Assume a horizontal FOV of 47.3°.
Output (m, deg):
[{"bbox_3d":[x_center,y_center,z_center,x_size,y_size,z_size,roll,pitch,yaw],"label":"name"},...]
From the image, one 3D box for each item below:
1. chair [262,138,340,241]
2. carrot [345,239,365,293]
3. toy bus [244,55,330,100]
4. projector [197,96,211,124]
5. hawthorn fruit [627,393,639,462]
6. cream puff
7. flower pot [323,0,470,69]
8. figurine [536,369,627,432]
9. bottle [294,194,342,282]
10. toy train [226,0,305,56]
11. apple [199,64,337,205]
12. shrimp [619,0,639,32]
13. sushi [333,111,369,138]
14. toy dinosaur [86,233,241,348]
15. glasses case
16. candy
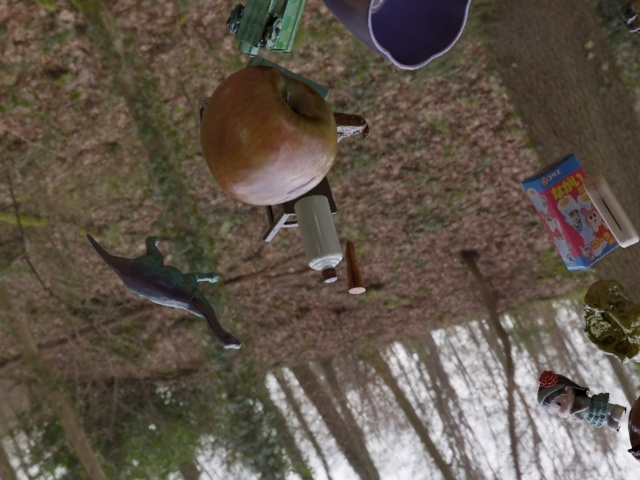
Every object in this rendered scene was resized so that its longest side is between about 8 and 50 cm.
[{"bbox_3d":[-0.051,-0.186,2.453,0.203,0.241,0.416,-2,160,-31],"label":"chair"},{"bbox_3d":[0.121,0.094,2.743,0.061,0.210,0.061,-7,155,-3],"label":"carrot"},{"bbox_3d":[-0.105,-0.439,2.111,0.109,0.261,0.091,117,-4,-51],"label":"toy bus"},{"bbox_3d":[-0.208,-0.273,1.676,0.115,0.061,0.147,-7,-140,-28],"label":"projector"},{"bbox_3d":[0.716,0.376,1.487,0.248,0.208,0.208,-25,-174,-12],"label":"hawthorn fruit"},{"bbox_3d":[0.903,0.257,2.220,0.185,0.282,0.282,-39,-173,3],"label":"cream puff"},{"bbox_3d":[0.135,-0.505,1.494,0.265,0.265,0.243,-32,-142,-20],"label":"flower pot"},{"bbox_3d":[0.740,0.456,2.087,0.245,0.138,0.110,18,-146,20],"label":"figurine"},{"bbox_3d":[0.000,0.000,2.073,0.104,0.245,0.104,-13,161,-5],"label":"bottle"},{"bbox_3d":[-0.104,-0.561,1.641,0.202,0.120,0.301,-46,156,-69],"label":"toy train"},{"bbox_3d":[-0.105,-0.191,1.385,0.264,0.264,0.264,-29,-173,4],"label":"apple"},{"bbox_3d":[0.852,-0.552,1.614,0.221,0.110,0.445,-14,-179,-23],"label":"shrimp"},{"bbox_3d":[0.047,-0.254,1.617,0.120,0.052,0.055,-1,144,-23],"label":"sushi"},{"bbox_3d":[-0.356,0.106,1.609,0.129,0.383,0.331,-64,-165,9],"label":"toy dinosaur"},{"bbox_3d":[0.704,-0.074,1.773,0.050,0.196,0.083,-32,-171,24],"label":"glasses case"},{"bbox_3d":[0.733,-0.082,2.135,0.157,0.306,0.100,-32,-175,-17],"label":"candy"}]
